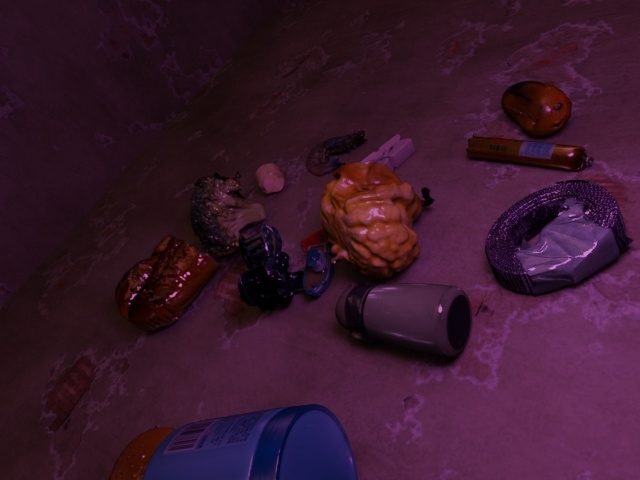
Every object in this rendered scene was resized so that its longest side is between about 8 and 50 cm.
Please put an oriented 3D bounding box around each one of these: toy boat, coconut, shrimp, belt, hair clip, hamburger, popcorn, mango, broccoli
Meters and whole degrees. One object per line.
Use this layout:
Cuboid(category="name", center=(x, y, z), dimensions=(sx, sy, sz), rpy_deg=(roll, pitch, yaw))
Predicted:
Cuboid(category="toy boat", center=(-0.020, 0.083, 1.525), dimensions=(0.088, 0.102, 0.215), rpy_deg=(-13, 48, 24))
Cuboid(category="coconut", center=(-0.211, -0.258, 1.999), dimensions=(0.116, 0.116, 0.122), rpy_deg=(-35, 39, 3))
Cuboid(category="shrimp", center=(0.052, -0.347, 1.932), dimensions=(0.290, 0.075, 0.178), rpy_deg=(-8, 55, 30))
Cuboid(category="belt", center=(0.562, -0.010, 1.175), dimensions=(0.325, 0.122, 0.260), rpy_deg=(-35, 34, 4))
Cuboid(category="hair clip", center=(-0.164, 0.100, 1.546), dimensions=(0.195, 0.206, 0.310), rpy_deg=(-23, 36, 9))
Cuboid(category="hamburger", center=(-0.409, 0.607, 1.217), dimensions=(0.275, 0.212, 0.274), rpy_deg=(-20, 42, 19))
Cuboid(category="hair clip", center=(0.190, -0.255, 1.721), dimensions=(0.331, 0.085, 0.101), rpy_deg=(-41, 41, -7))
Cuboid(category="popcorn", center=(0.175, -0.066, 1.411), dimensions=(0.382, 0.348, 0.349), rpy_deg=(-21, 34, -21))
Cuboid(category="mango", center=(0.654, -0.403, 1.479), dimensions=(0.249, 0.151, 0.155), rpy_deg=(45, 124, 59))
Cuboid(category="broccoli", center=(-0.354, -0.110, 1.859), dimensions=(0.281, 0.293, 0.347), rpy_deg=(-7, 39, -29))

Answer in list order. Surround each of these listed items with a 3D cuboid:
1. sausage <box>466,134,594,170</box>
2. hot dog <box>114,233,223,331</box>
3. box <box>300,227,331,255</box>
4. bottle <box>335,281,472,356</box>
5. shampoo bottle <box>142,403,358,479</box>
Cuboid(category="sausage", center=(0.608, -0.259, 1.420), dimensions=(0.372, 0.082, 0.082), rpy_deg=(19, 64, 45))
Cuboid(category="hot dog", center=(-0.605, 0.160, 1.832), dimensions=(0.367, 0.196, 0.365), rpy_deg=(15, 65, 47))
Cuboid(category="box", center=(0.000, 0.000, 1.662), dimensions=(0.133, 0.023, 0.090), rpy_deg=(-32, 41, 7))
Cuboid(category="bottle", center=(0.194, 0.188, 1.226), dimensions=(0.347, 0.168, 0.168), rpy_deg=(0, 52, 43))
Cuboid(category="shampoo bottle", center=(-0.142, 0.528, 1.002), dimensions=(0.343, 0.331, 0.331), rpy_deg=(-16, 43, 25))
